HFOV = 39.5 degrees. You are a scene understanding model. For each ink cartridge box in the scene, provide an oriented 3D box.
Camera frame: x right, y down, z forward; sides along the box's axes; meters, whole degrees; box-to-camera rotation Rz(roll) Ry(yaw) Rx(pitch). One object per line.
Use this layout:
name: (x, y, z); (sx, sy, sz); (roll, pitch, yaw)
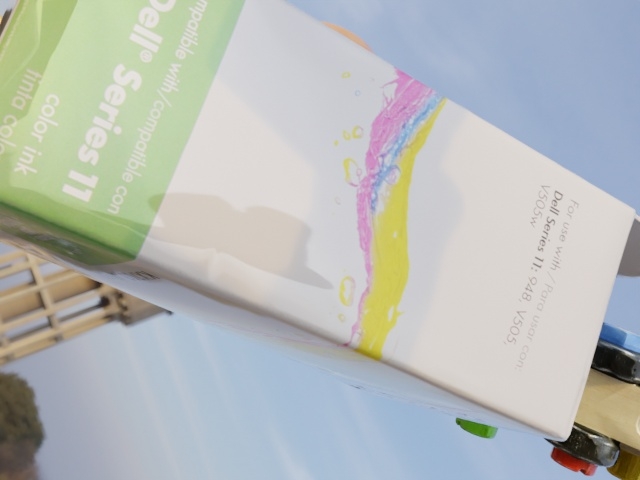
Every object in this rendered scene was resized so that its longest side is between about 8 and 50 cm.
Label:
ink cartridge box: (0.000, 0.000, 0.447); (0.207, 0.353, 0.119); (-2, -114, 64)

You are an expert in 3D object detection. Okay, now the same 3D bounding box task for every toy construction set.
toy construction set: (0.235, 0.104, 0.603); (0.215, 0.328, 0.151); (11, 86, -71)

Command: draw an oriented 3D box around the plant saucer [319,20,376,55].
plant saucer: (-0.038, -0.064, 0.626); (0.200, 0.200, 0.037); (99, -32, -52)

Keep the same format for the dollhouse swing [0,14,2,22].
dollhouse swing: (-0.400, -0.077, 0.745); (0.315, 0.347, 0.305); (59, -15, 0)
